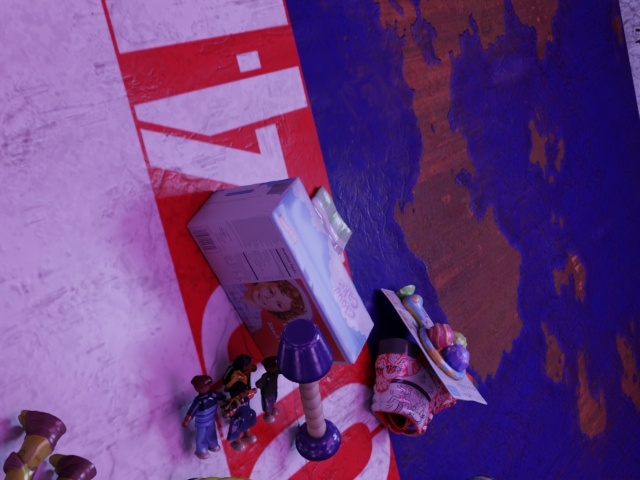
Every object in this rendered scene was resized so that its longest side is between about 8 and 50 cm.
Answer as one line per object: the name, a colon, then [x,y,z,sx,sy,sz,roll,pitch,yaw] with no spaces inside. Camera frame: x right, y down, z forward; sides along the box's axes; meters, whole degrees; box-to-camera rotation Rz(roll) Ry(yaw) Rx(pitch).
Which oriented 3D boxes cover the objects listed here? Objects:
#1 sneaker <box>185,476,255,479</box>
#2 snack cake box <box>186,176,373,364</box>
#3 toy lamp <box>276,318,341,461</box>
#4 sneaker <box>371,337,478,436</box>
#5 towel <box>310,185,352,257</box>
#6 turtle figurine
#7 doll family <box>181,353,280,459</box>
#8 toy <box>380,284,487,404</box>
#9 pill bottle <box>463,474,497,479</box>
sneaker: [-0.084,0.399,1.286,0.295,0.109,0.123,48,44,-40]
snack cake box: [-0.051,0.050,1.354,0.264,0.152,0.089,63,39,-27]
toy lamp: [-0.014,0.208,1.358,0.275,0.080,0.080,83,24,-49]
sneaker: [0.181,0.280,1.706,0.270,0.090,0.145,33,59,-44]
towel: [0.000,0.000,1.549,0.113,0.023,0.152,60,41,-31]
turtle figurine: [-0.323,0.276,0.979,0.269,0.087,0.217,51,37,-21]
doll family: [-0.114,0.209,1.296,0.193,0.076,0.111,-43,139,-61]
toy: [0.209,0.169,1.676,0.137,0.056,0.237,21,28,-54]
pill bottle: [0.250,0.505,1.736,0.219,0.123,0.123,-7,91,-55]
